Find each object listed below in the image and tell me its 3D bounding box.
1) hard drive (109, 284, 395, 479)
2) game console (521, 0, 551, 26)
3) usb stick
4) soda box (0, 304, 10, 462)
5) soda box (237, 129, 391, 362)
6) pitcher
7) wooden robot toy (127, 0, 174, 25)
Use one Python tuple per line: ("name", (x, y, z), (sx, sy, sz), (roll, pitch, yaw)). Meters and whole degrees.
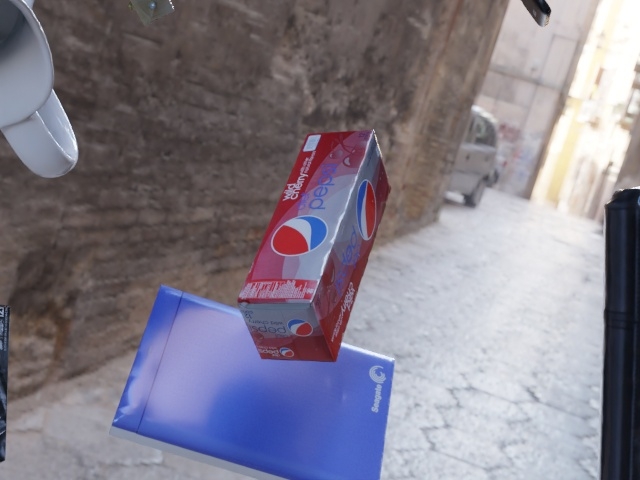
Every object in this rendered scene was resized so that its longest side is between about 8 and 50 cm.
("hard drive", (-0.072, 0.189, 1.205), (0.319, 0.040, 0.210), (18, 47, -7))
("game console", (0.233, -0.293, 1.037), (0.107, 0.071, 0.122), (55, 13, 3))
("usb stick", (0.194, 0.105, 0.607), (0.045, 0.277, 0.077), (1, 3, 5))
("soda box", (-0.362, 0.153, 1.034), (0.053, 0.168, 0.060), (7, -25, -30))
("soda box", (0.000, 0.000, 1.030), (0.084, 0.092, 0.263), (0, 44, 22))
("pitcher", (-0.199, -0.146, 0.551), (0.177, 0.126, 0.207), (67, 0, -57))
("wooden robot toy", (-0.134, -0.243, 0.824), (0.079, 0.076, 0.173), (-25, 31, 1))
